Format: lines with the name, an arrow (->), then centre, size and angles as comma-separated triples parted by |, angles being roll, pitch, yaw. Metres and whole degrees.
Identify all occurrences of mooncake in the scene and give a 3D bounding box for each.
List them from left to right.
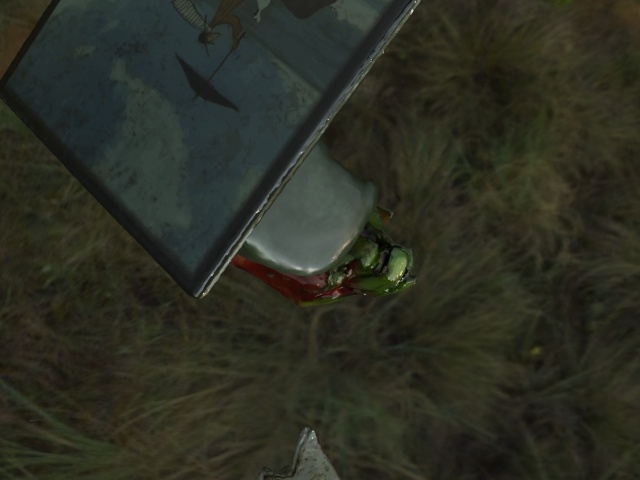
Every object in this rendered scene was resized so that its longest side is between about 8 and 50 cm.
mooncake -> -0.032, -0.056, 1.032 | 0.168, 0.104, 0.175 | -19, 114, -26

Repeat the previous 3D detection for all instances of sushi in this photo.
sushi -> -0.007, 0.331, 1.211 | 0.134, 0.272, 0.109 | -14, 41, -42

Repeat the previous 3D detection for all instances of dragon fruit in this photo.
dragon fruit -> -0.003, -0.020, 1.390 | 0.198, 0.269, 0.200 | -30, 104, -39

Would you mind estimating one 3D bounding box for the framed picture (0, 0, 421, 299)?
framed picture -> -0.064, -0.170, 0.762 | 0.265, 0.016, 0.347 | 43, 102, 28
